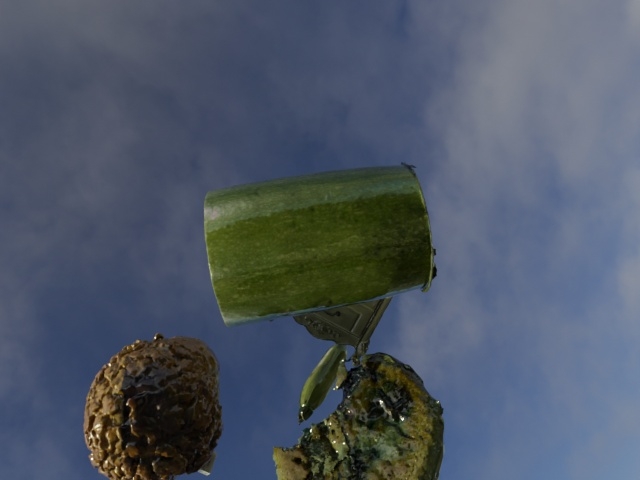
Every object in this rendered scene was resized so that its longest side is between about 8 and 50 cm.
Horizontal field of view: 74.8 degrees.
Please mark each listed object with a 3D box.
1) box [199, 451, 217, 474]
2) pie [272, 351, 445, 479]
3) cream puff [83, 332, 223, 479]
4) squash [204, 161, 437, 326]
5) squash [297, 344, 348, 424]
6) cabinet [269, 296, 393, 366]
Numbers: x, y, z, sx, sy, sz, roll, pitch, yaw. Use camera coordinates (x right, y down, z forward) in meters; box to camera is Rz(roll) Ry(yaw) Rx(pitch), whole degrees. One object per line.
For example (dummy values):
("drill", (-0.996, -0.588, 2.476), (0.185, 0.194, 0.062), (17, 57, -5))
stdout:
("box", (-0.312, 0.556, 1.070), (0.083, 0.054, 0.024), (33, -54, -16))
("pie", (0.080, 0.399, 0.814), (0.371, 0.297, 0.078), (-48, -44, -19))
("cream puff", (-0.367, 0.377, 0.965), (0.342, 0.327, 0.231), (-57, -6, -27))
("squash", (0.000, 0.000, 0.782), (0.385, 0.263, 0.262), (-9, -62, -4))
("squash", (0.000, 0.463, 1.368), (0.341, 0.095, 0.094), (-49, -43, -48))
("cabinet", (0.053, 0.124, 1.176), (0.290, 0.227, 0.317), (29, -85, -1))
